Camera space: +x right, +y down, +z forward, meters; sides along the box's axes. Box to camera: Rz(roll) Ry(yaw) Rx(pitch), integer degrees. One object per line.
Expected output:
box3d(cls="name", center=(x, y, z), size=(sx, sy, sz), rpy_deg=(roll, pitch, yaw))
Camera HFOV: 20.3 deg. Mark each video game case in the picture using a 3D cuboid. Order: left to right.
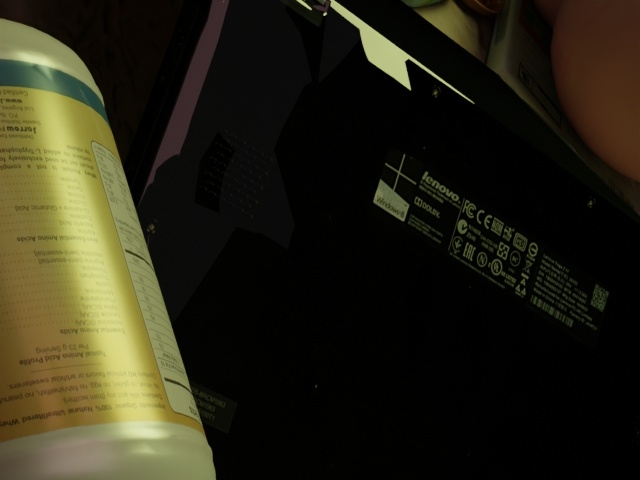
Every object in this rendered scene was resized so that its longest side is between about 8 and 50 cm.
box3d(cls="video game case", center=(0.195, -0.096, 1.339), size=(0.201, 0.023, 0.183), rpy_deg=(48, 31, -21))

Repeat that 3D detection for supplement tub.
box3d(cls="supplement tub", center=(-0.117, 0.045, 0.570), size=(0.144, 0.144, 0.199), rpy_deg=(10, 56, -55))

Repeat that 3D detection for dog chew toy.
box3d(cls="dog chew toy", center=(0.241, -0.196, 1.287), size=(0.206, 0.206, 0.332), rpy_deg=(28, 34, -45))

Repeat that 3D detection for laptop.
box3d(cls="laptop", center=(0.000, 0.000, 0.902), size=(0.382, 0.236, 0.408), rpy_deg=(31, 70, -38))

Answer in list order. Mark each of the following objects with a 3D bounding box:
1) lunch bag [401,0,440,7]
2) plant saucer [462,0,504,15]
box3d(cls="lunch bag", center=(0.054, -0.267, 1.188), size=(0.219, 0.090, 0.176), rpy_deg=(59, 28, 3))
box3d(cls="plant saucer", center=(0.104, -0.198, 1.292), size=(0.083, 0.013, 0.083), rpy_deg=(38, 36, -35))
